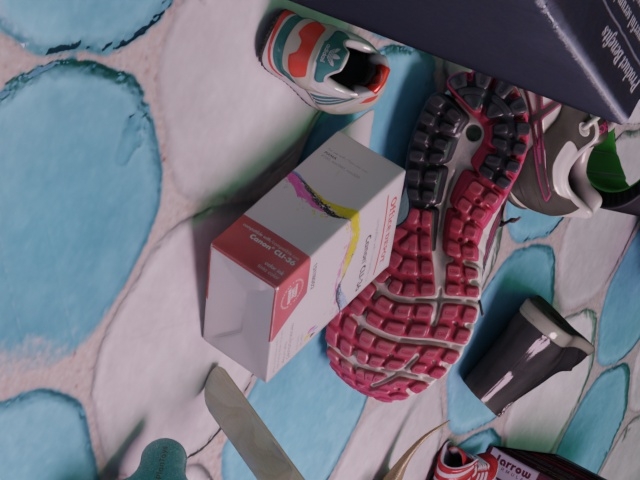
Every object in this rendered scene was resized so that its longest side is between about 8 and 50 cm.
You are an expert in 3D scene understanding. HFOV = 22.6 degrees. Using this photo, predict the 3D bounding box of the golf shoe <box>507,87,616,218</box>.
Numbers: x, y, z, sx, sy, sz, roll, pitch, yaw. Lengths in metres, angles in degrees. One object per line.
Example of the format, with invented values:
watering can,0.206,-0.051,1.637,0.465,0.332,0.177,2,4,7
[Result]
golf shoe,0.218,-0.148,1.437,0.105,0.120,0.273,-33,137,-43

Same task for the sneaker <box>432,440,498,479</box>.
sneaker,0.160,0.240,1.726,0.118,0.042,0.067,-25,136,-48

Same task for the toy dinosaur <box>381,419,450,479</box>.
toy dinosaur,0.062,0.253,1.580,0.183,0.053,0.092,-68,168,21

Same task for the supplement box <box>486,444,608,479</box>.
supplement box,0.280,0.304,1.890,0.239,0.130,0.073,21,94,-61

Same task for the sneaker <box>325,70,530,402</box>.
sneaker,0.103,0.000,1.366,0.299,0.121,0.112,-65,173,10

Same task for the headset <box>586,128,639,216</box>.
headset,0.307,-0.201,1.435,0.185,0.243,0.394,11,131,-19

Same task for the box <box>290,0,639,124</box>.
box,0.115,-0.317,0.938,0.395,0.293,0.212,-62,152,-4

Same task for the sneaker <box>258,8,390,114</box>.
sneaker,0.022,-0.118,1.168,0.161,0.075,0.057,23,92,-62

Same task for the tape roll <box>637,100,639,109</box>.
tape roll,0.449,-0.196,1.616,0.100,0.286,0.286,-38,142,-41

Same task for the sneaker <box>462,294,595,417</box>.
sneaker,0.217,0.125,1.718,0.118,0.083,0.222,-48,160,8

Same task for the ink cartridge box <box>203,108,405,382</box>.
ink cartridge box,0.000,0.000,1.218,0.198,0.067,0.115,-43,156,-35

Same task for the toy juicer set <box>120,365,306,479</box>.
toy juicer set,-0.093,0.249,1.126,0.329,0.209,0.089,-51,158,-23
